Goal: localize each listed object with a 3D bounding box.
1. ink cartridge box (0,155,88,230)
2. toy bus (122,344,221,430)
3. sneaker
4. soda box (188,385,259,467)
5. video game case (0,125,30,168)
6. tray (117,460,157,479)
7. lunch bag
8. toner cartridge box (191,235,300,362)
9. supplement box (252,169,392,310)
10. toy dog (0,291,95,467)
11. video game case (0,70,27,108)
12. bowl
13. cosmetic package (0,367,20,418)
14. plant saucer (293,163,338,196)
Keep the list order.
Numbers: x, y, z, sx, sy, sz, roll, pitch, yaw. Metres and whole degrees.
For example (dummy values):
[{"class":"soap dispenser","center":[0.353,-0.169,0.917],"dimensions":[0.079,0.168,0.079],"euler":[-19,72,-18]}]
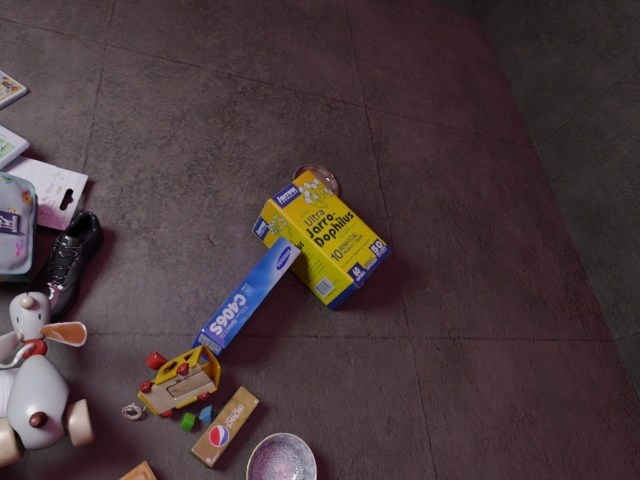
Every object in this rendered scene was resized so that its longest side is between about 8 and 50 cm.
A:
[{"class":"ink cartridge box","center":[-0.759,-0.120,1.131],"dimensions":[0.232,0.066,0.189],"euler":[19,56,-25]},{"class":"toy bus","center":[-0.336,0.330,1.028],"dimensions":[0.202,0.191,0.104],"euler":[16,20,-10]},{"class":"sneaker","center":[-0.616,0.050,1.049],"dimensions":[0.109,0.130,0.286],"euler":[18,58,-18]},{"class":"soda box","center":[-0.230,0.446,1.050],"dimensions":[0.061,0.058,0.181],"euler":[40,53,0]},{"class":"video game case","center":[-0.880,-0.217,1.087],"dimensions":[0.193,0.023,0.212],"euler":[28,62,13]},{"class":"tray","center":[-0.472,0.641,0.815],"dimensions":[0.411,0.076,0.203],"euler":[-29,77,-34]},{"class":"lunch bag","center":[-0.705,-0.024,0.935],"dimensions":[0.160,0.262,0.223],"euler":[2,79,-24]},{"class":"toner cartridge box","center":[-0.194,0.154,1.168],"dimensions":[0.075,0.165,0.348],"euler":[39,54,-2]},{"class":"supplement box","center":[0.000,0.000,1.328],"dimensions":[0.356,0.195,0.194],"euler":[44,53,4]},{"class":"toy dog","center":[-0.533,0.243,0.803],"dimensions":[0.220,0.161,0.334],"euler":[-33,78,-38]},{"class":"video game case","center":[-0.989,-0.419,1.204],"dimensions":[0.206,0.026,0.227],"euler":[34,53,-4]},{"class":"bowl","center":[-0.101,0.552,1.036],"dimensions":[0.170,0.080,0.170],"euler":[11,59,-19]},{"class":"cosmetic package","center":[-0.669,0.325,0.869],"dimensions":[0.238,0.127,0.107],"euler":[-6,64,-26]},{"class":"plant saucer","center":[-0.019,-0.191,1.532],"dimensions":[0.168,0.029,0.168],"euler":[11,59,-19]}]
